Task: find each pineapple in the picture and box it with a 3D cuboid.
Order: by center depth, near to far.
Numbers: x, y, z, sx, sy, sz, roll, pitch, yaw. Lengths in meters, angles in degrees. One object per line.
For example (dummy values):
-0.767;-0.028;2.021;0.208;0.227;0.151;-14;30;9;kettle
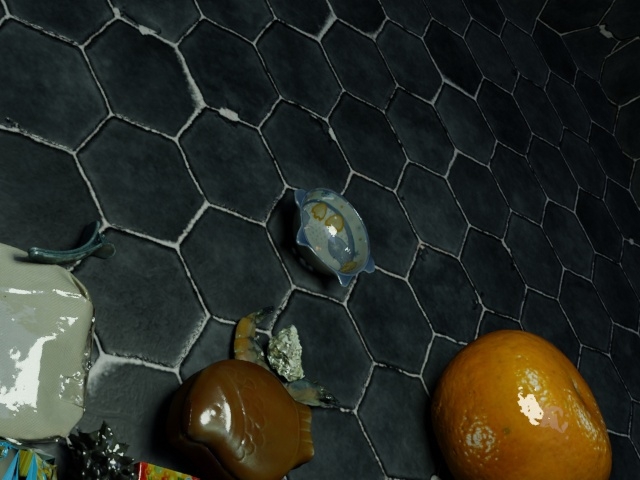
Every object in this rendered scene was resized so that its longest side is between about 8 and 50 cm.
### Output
-0.308;0.438;1.345;0.202;0.202;0.362;20;34;-38;pineapple

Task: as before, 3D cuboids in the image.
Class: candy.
-0.256;0.404;1.513;0.122;0.038;0.062;27;48;-34;candy

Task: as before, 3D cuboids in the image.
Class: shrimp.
-0.061;0.226;1.832;0.261;0.051;0.198;23;50;-33;shrimp

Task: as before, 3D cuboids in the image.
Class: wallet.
-0.474;0.155;1.426;0.274;0.068;0.336;19;59;-34;wallet

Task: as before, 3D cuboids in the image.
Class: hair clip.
-0.408;0.014;1.540;0.070;0.039;0.229;59;14;-1;hair clip

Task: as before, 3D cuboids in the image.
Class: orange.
0.428;0.406;2.026;0.424;0.326;0.424;47;22;-25;orange

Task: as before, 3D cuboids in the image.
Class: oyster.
-0.057;0.215;1.782;0.098;0.037;0.100;-23;74;-51;oyster

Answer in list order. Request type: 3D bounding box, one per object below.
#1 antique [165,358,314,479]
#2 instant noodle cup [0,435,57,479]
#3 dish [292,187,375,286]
-0.141;0.323;1.616;0.278;0.129;0.224;17;54;-40;antique
-0.439;0.373;1.204;0.240;0.240;0.178;27;39;-34;instant noodle cup
0.000;0.000;2.018;0.228;0.086;0.236;-31;90;-51;dish
